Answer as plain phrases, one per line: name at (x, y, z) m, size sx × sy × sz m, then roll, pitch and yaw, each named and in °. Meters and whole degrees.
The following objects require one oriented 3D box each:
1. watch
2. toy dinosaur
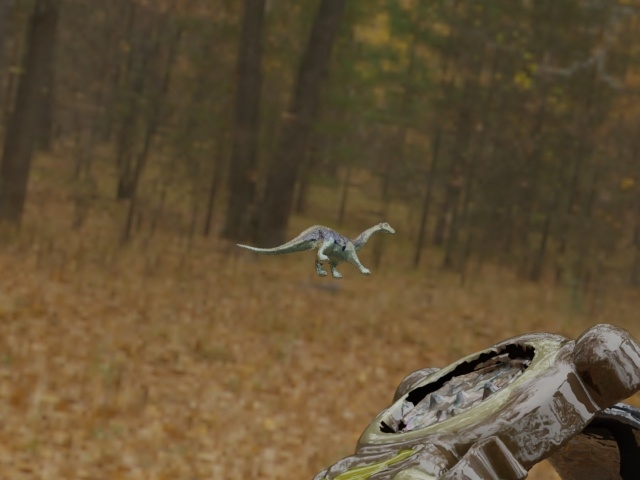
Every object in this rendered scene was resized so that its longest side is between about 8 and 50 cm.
watch at (0.181, 0.281, 1.416) m, size 0.335 × 0.326 × 0.314 m, roll -34°, pitch 9°, yaw -39°
toy dinosaur at (0.006, 0.013, 1.523) m, size 0.180 × 0.058 × 0.037 m, roll -1°, pitch -34°, yaw -43°
